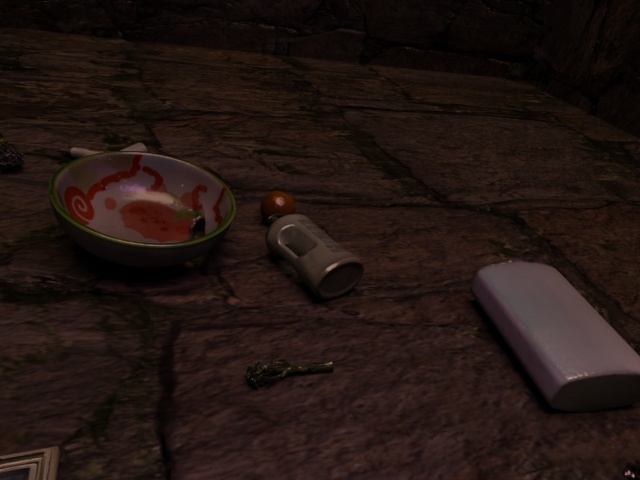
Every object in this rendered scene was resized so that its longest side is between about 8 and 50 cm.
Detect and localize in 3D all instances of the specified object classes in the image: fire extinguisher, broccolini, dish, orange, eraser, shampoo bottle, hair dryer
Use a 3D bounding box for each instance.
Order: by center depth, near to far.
[{"bbox_3d":[-0.042,0.198,0.742,0.140,0.030,0.035,3,41,-21],"label":"broccolini"},{"bbox_3d":[0.412,0.154,0.875,0.189,0.104,0.290,5,33,-17],"label":"eraser"},{"bbox_3d":[-0.332,-0.041,0.941,0.325,0.124,0.324,13,33,-9],"label":"dish"},{"bbox_3d":[-0.031,0.014,0.972,0.118,0.087,0.234,-15,40,-36],"label":"shampoo bottle"},{"bbox_3d":[0.004,-0.005,1.053,0.032,0.046,0.100,-36,31,6],"label":"fire extinguisher"},{"bbox_3d":[-0.094,-0.074,1.101,0.085,0.085,0.085,8,32,-5],"label":"orange"},{"bbox_3d":[-0.739,-0.220,1.164,0.058,0.067,0.216,-8,28,-33],"label":"broccolini"},{"bbox_3d":[-0.551,-0.218,1.223,0.183,0.044,0.155,17,30,14],"label":"hair dryer"}]

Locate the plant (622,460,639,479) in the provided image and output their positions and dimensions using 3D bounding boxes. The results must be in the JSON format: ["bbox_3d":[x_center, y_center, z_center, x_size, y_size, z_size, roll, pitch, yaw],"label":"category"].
[{"bbox_3d":[0.464,0.335,0.627,0.143,0.092,0.094,31,45,18],"label":"plant"}]

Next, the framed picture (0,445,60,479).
[{"bbox_3d":[-0.413,0.311,0.453,0.297,0.019,0.232,-3,35,-21],"label":"framed picture"}]
